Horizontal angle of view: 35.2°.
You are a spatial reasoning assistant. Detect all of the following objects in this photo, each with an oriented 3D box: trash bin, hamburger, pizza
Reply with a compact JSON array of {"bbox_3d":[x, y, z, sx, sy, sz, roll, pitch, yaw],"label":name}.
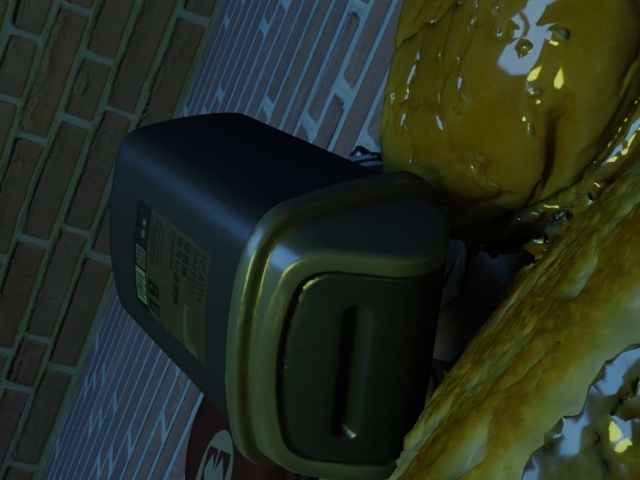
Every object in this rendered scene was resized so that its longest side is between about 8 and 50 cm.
[{"bbox_3d":[-0.029,0.029,0.751,0.290,0.182,0.209,33,129,43],"label":"trash bin"},{"bbox_3d":[0.158,-0.137,0.722,0.318,0.158,0.319,-164,90,-72],"label":"hamburger"},{"bbox_3d":[0.155,0.069,0.557,0.440,0.130,0.406,-52,-4,0],"label":"pizza"}]

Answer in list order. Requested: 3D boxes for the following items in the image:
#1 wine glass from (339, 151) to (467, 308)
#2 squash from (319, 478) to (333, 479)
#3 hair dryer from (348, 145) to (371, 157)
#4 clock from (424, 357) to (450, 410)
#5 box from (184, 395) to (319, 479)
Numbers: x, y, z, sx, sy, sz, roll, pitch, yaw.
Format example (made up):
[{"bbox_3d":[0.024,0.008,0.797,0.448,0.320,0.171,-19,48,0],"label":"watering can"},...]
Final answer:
[{"bbox_3d":[0.043,-0.010,0.964,0.196,0.165,0.165,-124,54,-78],"label":"wine glass"},{"bbox_3d":[0.030,0.201,0.924,0.229,0.066,0.066,-90,25,-48],"label":"squash"},{"bbox_3d":[0.000,0.000,1.146,0.195,0.075,0.219,-56,8,19],"label":"hair dryer"},{"bbox_3d":[0.085,0.172,0.794,0.229,0.063,0.156,-137,64,-74],"label":"clock"},{"bbox_3d":[-0.069,0.277,1.072,0.404,0.108,0.263,-97,30,-52],"label":"box"}]
